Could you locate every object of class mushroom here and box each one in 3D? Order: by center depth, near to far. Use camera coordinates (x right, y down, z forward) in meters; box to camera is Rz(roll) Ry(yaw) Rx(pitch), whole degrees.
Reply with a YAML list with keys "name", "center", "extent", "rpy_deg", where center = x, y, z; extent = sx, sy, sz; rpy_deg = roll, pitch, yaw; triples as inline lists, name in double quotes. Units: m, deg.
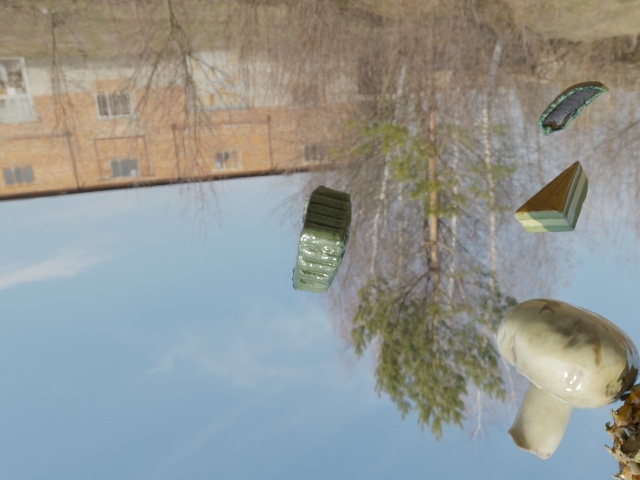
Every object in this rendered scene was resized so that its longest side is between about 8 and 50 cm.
- name: "mushroom"
  center: [0.516, 0.300, 1.188]
  extent: [0.314, 0.336, 0.314]
  rpy_deg: [26, -179, -1]

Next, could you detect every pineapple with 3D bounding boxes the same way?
- name: "pineapple"
  center: [0.621, 0.372, 1.045]
  extent: [0.285, 0.345, 0.209]
  rpy_deg: [5, 175, -20]

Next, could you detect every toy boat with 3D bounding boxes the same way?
- name: "toy boat"
  center: [0.807, -0.440, 1.707]
  extent: [0.108, 0.099, 0.293]
  rpy_deg: [12, 161, -10]

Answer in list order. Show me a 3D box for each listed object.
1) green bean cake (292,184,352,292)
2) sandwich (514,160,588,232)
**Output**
- name: "green bean cake"
  center: [0.000, 0.000, 1.368]
  extent: [0.124, 0.227, 0.223]
  rpy_deg: [14, -136, -6]
- name: "sandwich"
  center: [0.672, -0.126, 1.557]
  extent: [0.144, 0.188, 0.117]
  rpy_deg: [7, 155, 46]
